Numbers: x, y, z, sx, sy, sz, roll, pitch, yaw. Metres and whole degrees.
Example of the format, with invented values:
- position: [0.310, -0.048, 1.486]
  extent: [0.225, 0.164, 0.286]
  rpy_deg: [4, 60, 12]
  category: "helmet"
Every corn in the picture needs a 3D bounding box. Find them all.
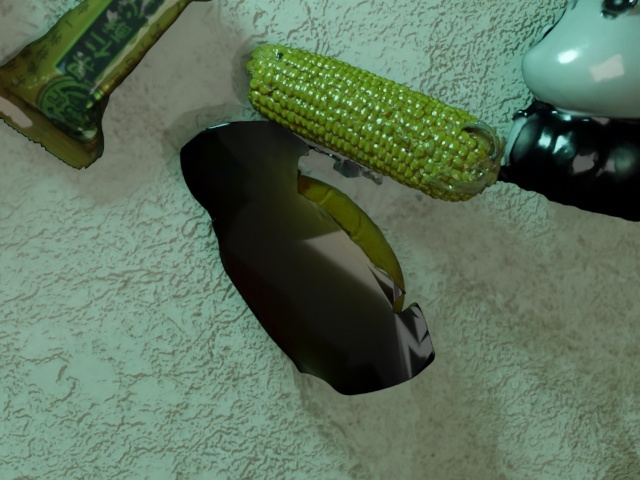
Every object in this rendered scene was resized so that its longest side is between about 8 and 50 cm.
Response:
- position: [0.052, -0.125, 1.836]
  extent: [0.293, 0.106, 0.106]
  rpy_deg: [22, 95, 7]
  category: "corn"

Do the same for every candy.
- position: [-0.218, -0.202, 1.799]
  extent: [0.143, 0.101, 0.271]
  rpy_deg: [41, 94, -10]
  category: "candy"

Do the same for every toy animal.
- position: [0.295, -0.152, 1.880]
  extent: [0.165, 0.187, 0.235]
  rpy_deg: [14, 100, 21]
  category: "toy animal"

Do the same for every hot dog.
- position: [-0.004, 0.004, 1.876]
  extent: [0.194, 0.107, 0.326]
  rpy_deg: [-21, 99, 7]
  category: "hot dog"
